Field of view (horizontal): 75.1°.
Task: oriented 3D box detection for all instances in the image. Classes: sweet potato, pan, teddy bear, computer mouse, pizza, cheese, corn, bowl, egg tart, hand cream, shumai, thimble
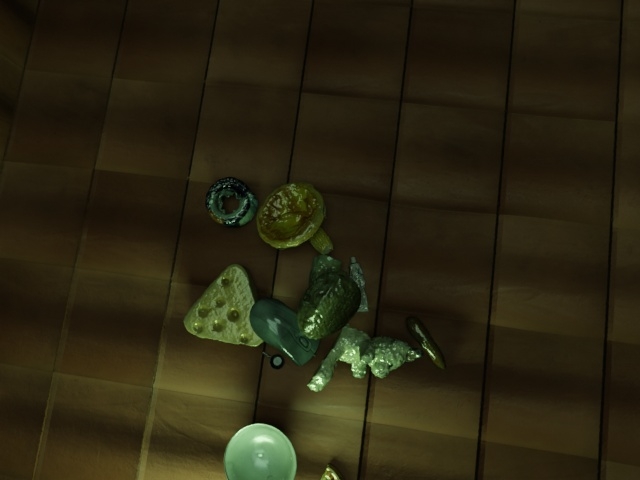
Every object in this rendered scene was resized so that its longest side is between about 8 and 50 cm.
[{"bbox_3d":[0.475,0.454,1.846,0.075,0.075,0.274,-37,82,-1],"label":"sweet potato"},{"bbox_3d":[-0.218,0.542,1.913,0.115,0.023,0.069,34,87,5],"label":"pan"},{"bbox_3d":[0.199,0.530,1.737,0.361,0.328,0.376,31,57,7],"label":"teddy bear"},{"bbox_3d":[-0.145,0.398,1.834,0.371,0.121,0.188,42,66,-11],"label":"computer mouse"},{"bbox_3d":[0.028,1.081,1.820,0.175,0.036,0.185,-17,81,2],"label":"pizza"},{"bbox_3d":[-0.448,0.335,1.918,0.382,0.104,0.385,0,82,3],"label":"cheese"},{"bbox_3d":[0.000,0.000,1.908,0.084,0.063,0.165,-22,38,-15],"label":"corn"},{"bbox_3d":[-0.249,0.936,1.805,0.312,0.146,0.314,0,82,3],"label":"bowl"},{"bbox_3d":[-0.129,-0.105,1.915,0.340,0.132,0.342,-6,68,15],"label":"egg tart"},{"bbox_3d":[0.168,0.202,1.917,0.083,0.050,0.258,-6,85,1],"label":"hand cream"},{"bbox_3d":[-0.004,0.236,1.832,0.330,0.291,0.288,-51,52,6],"label":"shumai"},{"bbox_3d":[-0.412,-0.176,1.959,0.236,0.150,0.238,-1,81,4],"label":"thimble"}]
